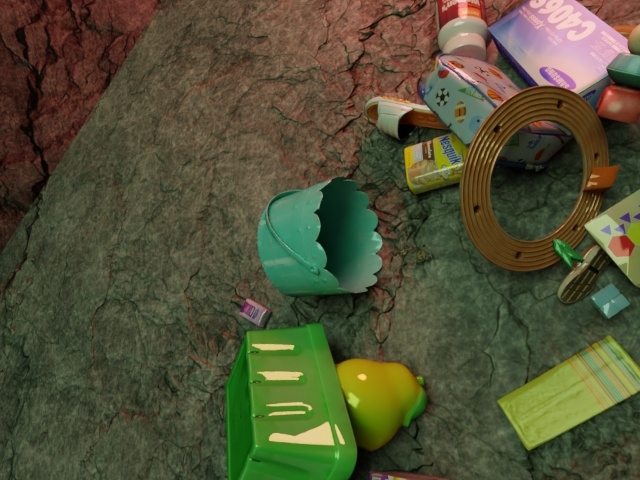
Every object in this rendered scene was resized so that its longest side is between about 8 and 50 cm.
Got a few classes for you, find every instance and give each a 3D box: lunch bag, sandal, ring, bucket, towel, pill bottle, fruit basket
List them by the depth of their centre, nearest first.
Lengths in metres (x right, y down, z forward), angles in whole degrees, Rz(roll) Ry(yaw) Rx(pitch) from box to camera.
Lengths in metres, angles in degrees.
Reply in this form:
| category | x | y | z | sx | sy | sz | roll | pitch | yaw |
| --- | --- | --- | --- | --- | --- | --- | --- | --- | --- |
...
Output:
| category | x | y | z | sx | sy | sz | roll | pitch | yaw |
| --- | --- | --- | --- | --- | --- | --- | --- | --- | --- |
| towel | 0.445 | 0.272 | 0.865 | 0.237 | 0.021 | 0.102 | -37 | 50 | 15 |
| ring | 0.392 | -0.107 | 0.888 | 0.337 | 0.336 | 0.032 | -57 | 24 | -1 |
| fruit basket | 0.013 | 0.349 | 0.969 | 0.392 | 0.391 | 0.283 | 43 | 121 | 37 |
| lunch bag | 0.368 | -0.267 | 1.018 | 0.303 | 0.243 | 0.115 | 62 | 138 | 32 |
| bucket | 0.000 | 0.000 | 1.107 | 0.183 | 0.281 | 0.281 | -12 | 64 | 32 |
| sandal | 0.214 | -0.290 | 1.192 | 0.265 | 0.102 | 0.076 | 17 | 77 | 34 |
| pill bottle | 0.349 | -0.534 | 1.199 | 0.121 | 0.121 | 0.221 | -11 | 65 | 28 |

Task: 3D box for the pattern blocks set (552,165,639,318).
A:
| category | x | y | z | sx | sy | sz | roll | pitch | yaw |
| --- | --- | --- | --- | --- | --- | --- | --- | --- | --- |
| pattern blocks set | 0.586 | -0.019 | 0.855 | 0.324 | 0.026 | 0.286 | -26 | 71 | 8 |

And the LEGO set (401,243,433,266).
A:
| category | x | y | z | sx | sy | sz | roll | pitch | yaw |
| --- | --- | --- | --- | --- | --- | --- | --- | --- | --- |
| LEGO set | 0.224 | 0.033 | 1.104 | 0.054 | 0.023 | 0.083 | -50 | 40 | 2 |

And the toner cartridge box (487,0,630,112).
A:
| category | x | y | z | sx | sy | sz | roll | pitch | yaw |
| --- | --- | --- | --- | --- | --- | --- | --- | --- | --- |
| toner cartridge box | 0.506 | -0.401 | 1.026 | 0.165 | 0.075 | 0.348 | -33 | 44 | 21 |

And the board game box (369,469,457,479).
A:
| category | x | y | z | sx | sy | sz | roll | pitch | yaw |
| --- | --- | --- | --- | --- | --- | --- | --- | --- | --- |
| board game box | 0.162 | 0.560 | 0.840 | 0.142 | 0.144 | 0.276 | -5 | 67 | 31 |

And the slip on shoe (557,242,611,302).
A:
| category | x | y | z | sx | sy | sz | roll | pitch | yaw |
| --- | --- | --- | --- | --- | --- | --- | --- | --- | --- |
| slip on shoe | 0.492 | 0.058 | 0.913 | 0.135 | 0.051 | 0.041 | -57 | 13 | 9 |

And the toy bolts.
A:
| category | x | y | z | sx | sy | sz | roll | pitch | yaw |
| --- | --- | --- | --- | --- | --- | --- | --- | --- | --- |
| toy bolts | 0.609 | -0.280 | 0.829 | 0.228 | 0.218 | 0.159 | 17 | 119 | 13 |

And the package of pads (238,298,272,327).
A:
| category | x | y | z | sx | sy | sz | roll | pitch | yaw |
| --- | --- | --- | --- | --- | --- | --- | --- | --- | --- |
| package of pads | -0.170 | 0.190 | 1.272 | 0.083 | 0.032 | 0.050 | 22 | 80 | 36 |

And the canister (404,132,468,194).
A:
| category | x | y | z | sx | sy | sz | roll | pitch | yaw |
| --- | --- | --- | --- | --- | --- | --- | --- | --- | --- |
| canister | 0.286 | -0.183 | 1.121 | 0.169 | 0.073 | 0.126 | -14 | 63 | 28 |

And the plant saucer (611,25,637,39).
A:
| category | x | y | z | sx | sy | sz | roll | pitch | yaw |
| --- | --- | --- | --- | --- | --- | --- | --- | --- | --- |
| plant saucer | 0.612 | -0.372 | 1.020 | 0.199 | 0.037 | 0.200 | -12 | 64 | 27 |
